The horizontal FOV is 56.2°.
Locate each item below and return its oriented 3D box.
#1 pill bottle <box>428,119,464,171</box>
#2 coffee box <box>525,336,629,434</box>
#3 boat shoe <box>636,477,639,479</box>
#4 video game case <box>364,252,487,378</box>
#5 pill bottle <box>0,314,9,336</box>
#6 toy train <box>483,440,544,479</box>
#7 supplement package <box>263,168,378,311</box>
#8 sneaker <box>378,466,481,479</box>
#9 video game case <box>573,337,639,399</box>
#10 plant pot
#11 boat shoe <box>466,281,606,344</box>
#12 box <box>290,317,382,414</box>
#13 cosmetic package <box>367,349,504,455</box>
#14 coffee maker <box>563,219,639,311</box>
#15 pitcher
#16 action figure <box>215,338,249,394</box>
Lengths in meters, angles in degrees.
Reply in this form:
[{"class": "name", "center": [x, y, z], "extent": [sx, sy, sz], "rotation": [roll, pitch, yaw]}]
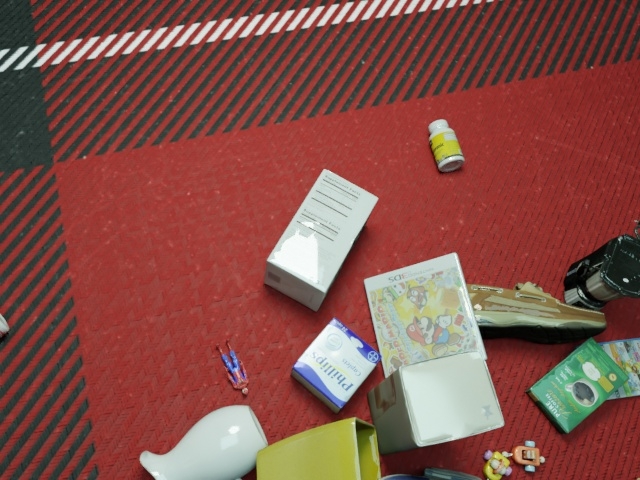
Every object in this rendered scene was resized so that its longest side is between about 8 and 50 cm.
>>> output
[{"class": "pill bottle", "center": [0.297, -0.228, 1.434], "extent": [0.065, 0.065, 0.117], "rotation": [-9, 68, -11]}, {"class": "coffee box", "center": [0.531, 0.299, 1.241], "extent": [0.184, 0.040, 0.113], "rotation": [-36, 73, -13]}, {"class": "boat shoe", "center": [0.642, 0.496, 1.172], "extent": [0.170, 0.063, 0.059], "rotation": [-40, 83, -20]}, {"class": "video game case", "center": [0.210, 0.159, 1.230], "extent": [0.206, 0.026, 0.227], "rotation": [-18, 68, 16]}, {"class": "pill bottle", "center": [-0.678, 0.185, 1.120], "extent": [0.160, 0.087, 0.087], "rotation": [-39, 77, -20]}, {"class": "toy train", "center": [0.378, 0.466, 1.159], "extent": [0.125, 0.046, 0.167], "rotation": [14, 66, -1]}, {"class": "supplement package", "center": [0.000, 0.000, 1.259], "extent": [0.133, 0.139, 0.244], "rotation": [29, 65, 4]}, {"class": "sneaker", "center": [0.191, 0.496, 1.014], "extent": [0.127, 0.315, 0.182], "rotation": [-1, 75, 32]}, {"class": "video game case", "center": [0.641, 0.277, 1.291], "extent": [0.166, 0.015, 0.119], "rotation": [-5, 67, -9]}, {"class": "plant pot", "center": [0.000, 0.434, 1.042], "extent": [0.187, 0.212, 0.212], "rotation": [-10, 67, 12]}, {"class": "boat shoe", "center": [0.438, 0.144, 1.266], "extent": [0.323, 0.123, 0.120], "rotation": [5, 63, -6]}, {"class": "box", "center": [0.031, 0.249, 1.193], "extent": [0.126, 0.072, 0.137], "rotation": [38, 68, 10]}, {"class": "cosmetic package", "center": [0.189, 0.297, 1.070], "extent": [0.153, 0.296, 0.129], "rotation": [-8, 70, -11]}, {"class": "coffee maker", "center": [0.623, 0.069, 1.288], "extent": [0.171, 0.178, 0.120], "rotation": [-35, 78, -17]}, {"class": "pitcher", "center": [-0.191, 0.408, 1.073], "extent": [0.207, 0.125, 0.178], "rotation": [-28, 76, -8]}, {"class": "action figure", "center": [-0.171, 0.253, 1.190], "extent": [0.038, 0.030, 0.115], "rotation": [-23, 74, -21]}]
